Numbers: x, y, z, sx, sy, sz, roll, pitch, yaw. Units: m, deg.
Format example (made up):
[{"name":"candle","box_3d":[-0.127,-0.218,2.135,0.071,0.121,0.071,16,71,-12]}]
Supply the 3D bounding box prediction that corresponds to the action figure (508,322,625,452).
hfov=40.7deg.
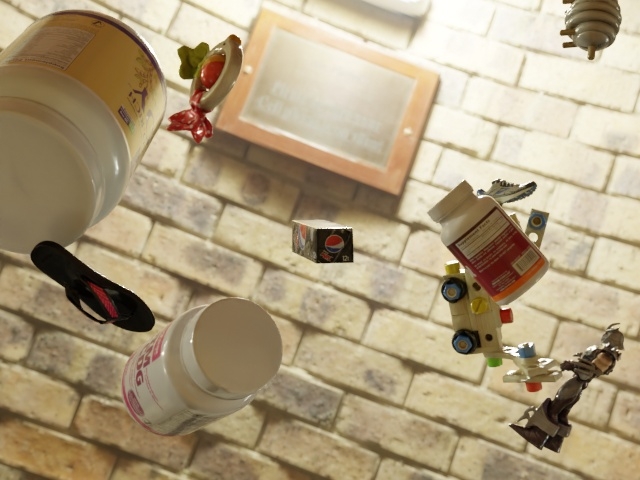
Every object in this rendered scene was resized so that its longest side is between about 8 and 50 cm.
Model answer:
[{"name":"action figure","box_3d":[0.491,0.274,1.663,0.099,0.285,0.185,38,7,27]}]

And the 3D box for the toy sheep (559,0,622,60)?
[{"name":"toy sheep","box_3d":[0.406,-0.326,1.293,0.091,0.132,0.091,8,-17,2]}]

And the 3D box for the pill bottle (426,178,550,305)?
[{"name":"pill bottle","box_3d":[0.207,0.000,1.080,0.152,0.086,0.086,49,-10,3]}]

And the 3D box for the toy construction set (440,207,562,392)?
[{"name":"toy construction set","box_3d":[0.336,0.115,1.584,0.215,0.328,0.151,-10,-8,21]}]

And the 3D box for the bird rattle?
[{"name":"bird rattle","box_3d":[-0.248,-0.346,1.885,0.143,0.254,0.207,33,-45,-25]}]

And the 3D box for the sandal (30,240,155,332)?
[{"name":"sandal","box_3d":[-0.287,0.069,1.077,0.179,0.040,0.067,39,-54,-23]}]

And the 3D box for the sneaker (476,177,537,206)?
[{"name":"sneaker","box_3d":[0.378,-0.104,1.777,0.135,0.058,0.052,-20,-9,32]}]

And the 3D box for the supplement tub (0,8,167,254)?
[{"name":"supplement tub","box_3d":[-0.358,-0.156,1.182,0.241,0.241,0.331,22,32,-9]}]

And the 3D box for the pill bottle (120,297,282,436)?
[{"name":"pill bottle","box_3d":[-0.176,0.187,1.266,0.160,0.160,0.283,24,-31,-21]}]

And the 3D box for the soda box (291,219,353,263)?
[{"name":"soda box","box_3d":[0.000,0.000,1.326,0.060,0.053,0.169,-1,5,-15]}]
